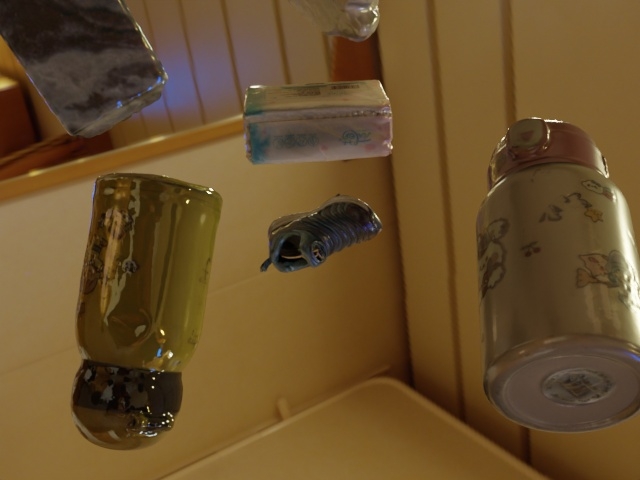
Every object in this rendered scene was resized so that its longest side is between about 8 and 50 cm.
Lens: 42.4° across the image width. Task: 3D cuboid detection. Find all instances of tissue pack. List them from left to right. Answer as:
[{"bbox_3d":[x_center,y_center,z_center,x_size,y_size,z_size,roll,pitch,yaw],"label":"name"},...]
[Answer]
[{"bbox_3d":[-0.009,-0.227,1.563,0.201,0.271,0.124,-98,-176,-63],"label":"tissue pack"}]

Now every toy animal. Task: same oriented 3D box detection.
[{"bbox_3d":[0.022,-0.414,1.131,0.308,0.188,0.266,29,-35,59],"label":"toy animal"}]

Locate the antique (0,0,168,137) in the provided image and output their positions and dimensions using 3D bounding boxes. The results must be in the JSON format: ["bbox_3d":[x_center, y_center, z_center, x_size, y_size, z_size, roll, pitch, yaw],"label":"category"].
[{"bbox_3d":[-0.190,-0.169,0.597,0.183,0.088,0.086,64,-8,-31],"label":"antique"}]

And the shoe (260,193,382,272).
[{"bbox_3d":[0.000,0.000,1.295,0.207,0.106,0.091,-19,-57,27],"label":"shoe"}]

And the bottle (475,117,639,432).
[{"bbox_3d":[0.165,0.009,0.583,0.110,0.110,0.233,104,-5,-48],"label":"bottle"}]

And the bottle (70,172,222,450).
[{"bbox_3d":[-0.239,0.096,1.084,0.172,0.172,0.351,-6,-107,62],"label":"bottle"}]
